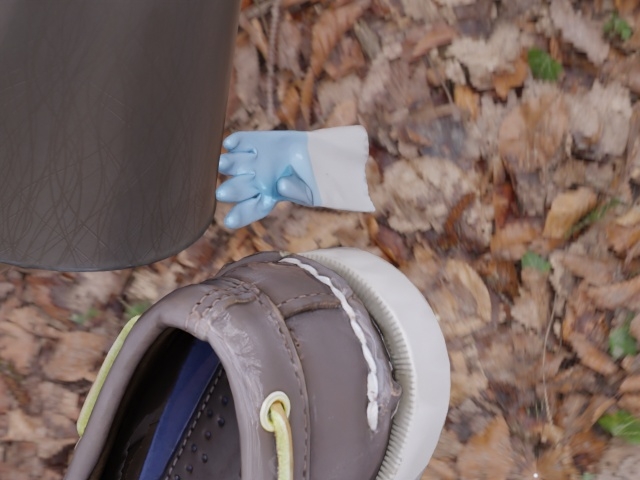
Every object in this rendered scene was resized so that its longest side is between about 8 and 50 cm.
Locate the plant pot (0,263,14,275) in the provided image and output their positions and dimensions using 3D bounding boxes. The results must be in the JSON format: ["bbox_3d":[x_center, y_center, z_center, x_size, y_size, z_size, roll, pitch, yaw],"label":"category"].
[{"bbox_3d":[-0.274,-0.089,0.944,0.237,0.110,0.237,8,66,-18],"label":"plant pot"}]

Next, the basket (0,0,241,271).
[{"bbox_3d":[-0.122,-0.115,0.726,0.204,0.227,0.154,7,44,-21],"label":"basket"}]

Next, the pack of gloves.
[{"bbox_3d":[0.000,0.000,1.160,0.046,0.232,0.195,-9,90,35],"label":"pack of gloves"}]

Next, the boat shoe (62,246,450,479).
[{"bbox_3d":[-0.061,0.151,0.482,0.116,0.097,0.324,36,113,31],"label":"boat shoe"}]
